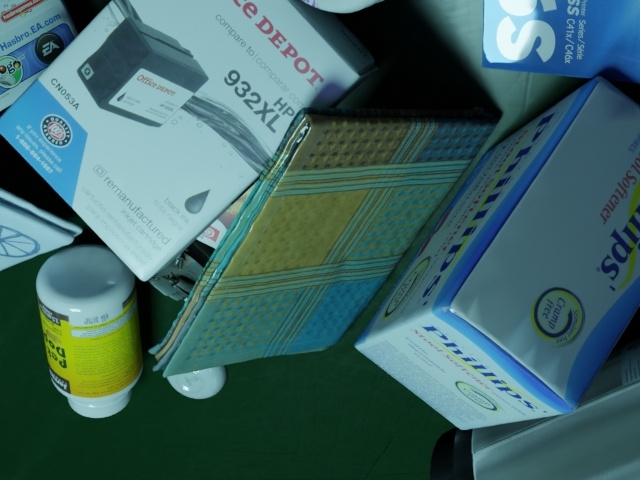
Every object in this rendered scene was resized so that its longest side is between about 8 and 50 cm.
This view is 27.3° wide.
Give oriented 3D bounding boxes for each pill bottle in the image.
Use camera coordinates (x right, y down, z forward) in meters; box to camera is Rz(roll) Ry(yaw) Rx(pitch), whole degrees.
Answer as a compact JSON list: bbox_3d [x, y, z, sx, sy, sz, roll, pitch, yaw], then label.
[{"bbox_3d":[-0.280,0.117,1.620,0.117,0.117,0.215,13,133,12],"label":"pill bottle"}]

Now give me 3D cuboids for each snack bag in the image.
[{"bbox_3d":[-0.508,-0.024,1.570,0.323,0.037,0.342,27,147,-37],"label":"snack bag"}]

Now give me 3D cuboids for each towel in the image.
[{"bbox_3d":[0.000,0.000,1.391,0.040,0.271,0.370,56,131,29],"label":"towel"}]

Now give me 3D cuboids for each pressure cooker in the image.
[{"bbox_3d":[0.305,0.302,1.356,0.420,0.370,0.375,-27,64,20],"label":"pressure cooker"}]

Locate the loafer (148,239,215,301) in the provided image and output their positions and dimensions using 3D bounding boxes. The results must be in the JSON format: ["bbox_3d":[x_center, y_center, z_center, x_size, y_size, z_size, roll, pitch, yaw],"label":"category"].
[{"bbox_3d":[-0.206,0.002,1.548,0.096,0.084,0.267,-35,104,34],"label":"loafer"}]

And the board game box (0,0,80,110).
[{"bbox_3d":[-0.435,-0.249,1.339,0.086,0.308,0.302,10,130,52],"label":"board game box"}]

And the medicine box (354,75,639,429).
[{"bbox_3d":[0.192,0.024,1.236,0.149,0.263,0.289,37,163,-4],"label":"medicine box"}]

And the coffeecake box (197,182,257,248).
[{"bbox_3d":[-0.102,-0.085,1.464,0.142,0.068,0.185,26,126,3],"label":"coffeecake box"}]

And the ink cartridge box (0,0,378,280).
[{"bbox_3d":[-0.132,-0.147,1.322,0.307,0.129,0.223,-42,92,16],"label":"ink cartridge box"}]

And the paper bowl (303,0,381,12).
[{"bbox_3d":[0.034,-0.354,1.149,0.284,0.148,0.284,43,147,37],"label":"paper bowl"}]

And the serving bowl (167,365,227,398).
[{"bbox_3d":[-0.162,0.170,1.674,0.083,0.027,0.083,9,123,14],"label":"serving bowl"}]

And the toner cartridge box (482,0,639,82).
[{"bbox_3d":[0.223,-0.307,1.096,0.165,0.075,0.348,7,124,16],"label":"toner cartridge box"}]
